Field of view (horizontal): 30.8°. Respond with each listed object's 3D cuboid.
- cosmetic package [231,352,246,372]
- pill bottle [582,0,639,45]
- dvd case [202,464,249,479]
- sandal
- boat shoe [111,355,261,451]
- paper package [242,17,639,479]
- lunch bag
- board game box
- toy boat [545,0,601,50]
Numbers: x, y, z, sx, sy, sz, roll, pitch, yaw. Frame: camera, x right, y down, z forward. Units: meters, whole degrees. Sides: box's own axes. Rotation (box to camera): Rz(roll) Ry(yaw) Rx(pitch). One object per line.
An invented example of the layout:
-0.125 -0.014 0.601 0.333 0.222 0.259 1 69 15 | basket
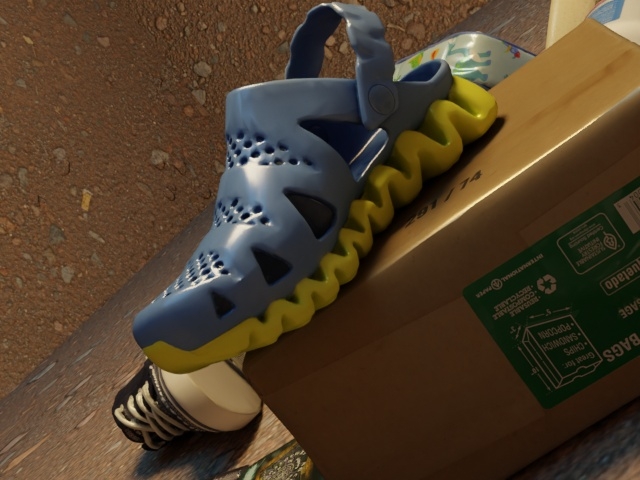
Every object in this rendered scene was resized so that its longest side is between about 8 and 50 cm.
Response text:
-0.070 0.108 1.264 0.060 0.115 0.041 -34 11 21 | cosmetic package
0.308 -0.169 1.156 0.124 0.124 0.221 -33 10 28 | pill bottle
-0.165 0.293 1.037 0.165 0.018 0.221 -27 13 43 | dvd case
-0.019 -0.043 0.742 0.126 0.138 0.317 -22 21 50 | sandal
-0.160 0.183 1.291 0.158 0.127 0.340 -44 1 3 | boat shoe
0.126 0.016 0.825 0.325 0.168 0.309 -35 12 13 | paper package
0.180 -0.151 1.314 0.219 0.176 0.090 -12 59 64 | lunch bag
-0.032 0.209 0.915 0.126 0.026 0.186 -35 10 20 | board game box
0.376 -0.302 1.381 0.148 0.267 0.318 14 21 23 | toy boat
